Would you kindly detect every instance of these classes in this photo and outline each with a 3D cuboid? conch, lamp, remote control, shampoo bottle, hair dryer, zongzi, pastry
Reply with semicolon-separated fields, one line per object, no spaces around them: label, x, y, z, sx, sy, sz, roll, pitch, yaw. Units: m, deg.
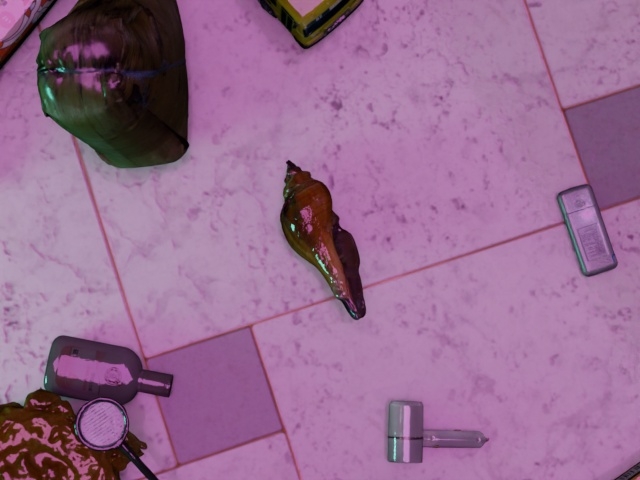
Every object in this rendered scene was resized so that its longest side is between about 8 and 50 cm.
conch;-0.003;0.000;1.841;0.080;0.086;0.232;-24;89;36
lamp;-0.171;0.340;1.769;0.371;0.108;0.130;35;84;-7
remote control;0.365;-0.014;1.894;0.053;0.018;0.124;-19;86;-3
shampoo bottle;-0.278;0.178;1.831;0.165;0.040;0.080;11;83;-1
hair dryer;0.158;0.257;1.848;0.137;0.047;0.082;4;84;-8
zongzi;-0.256;-0.294;1.742;0.160;0.323;0.360;1;81;5
pastry;-0.376;0.313;1.780;0.240;0.132;0.235;26;75;-8

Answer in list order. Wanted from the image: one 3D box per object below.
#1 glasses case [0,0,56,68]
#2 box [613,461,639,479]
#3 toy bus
glasses case;-0.434;-0.305;1.852;0.103;0.067;0.266;37;85;-1
box;0.514;0.332;1.848;0.240;0.074;0.153;-34;84;-4
toy bus;-0.061;-0.394;1.839;0.128;0.150;0.262;-42;89;-4
